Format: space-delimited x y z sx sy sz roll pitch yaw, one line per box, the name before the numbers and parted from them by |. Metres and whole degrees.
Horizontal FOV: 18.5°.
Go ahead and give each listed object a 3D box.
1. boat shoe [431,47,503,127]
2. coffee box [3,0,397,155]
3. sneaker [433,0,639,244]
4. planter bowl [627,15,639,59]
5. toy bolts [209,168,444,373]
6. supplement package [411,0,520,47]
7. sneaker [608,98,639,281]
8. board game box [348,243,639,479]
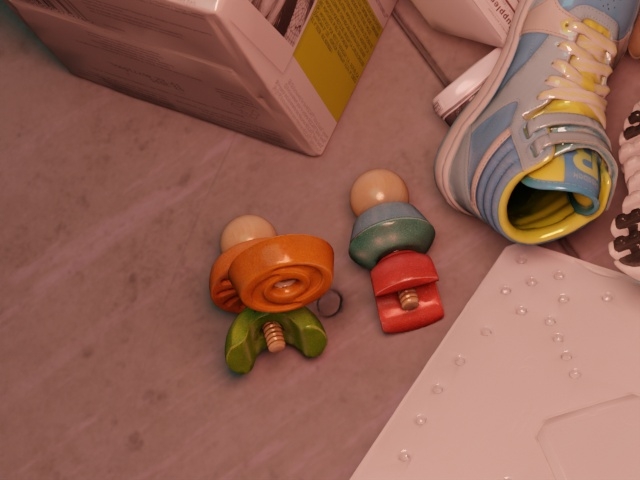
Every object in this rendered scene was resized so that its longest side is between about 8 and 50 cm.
boat shoe | 0.221 -0.178 1.969 0.228 0.080 0.076 -37 85 -3
coffee box | -0.118 -0.337 1.995 0.337 0.338 0.334 20 76 24
sneaker | 0.242 -0.133 1.841 0.319 0.127 0.208 -62 25 13
planter bowl | 0.371 -0.246 1.907 0.109 0.162 0.162 10 71 -7
toy bolts | 0.000 0.000 1.915 0.228 0.218 0.158 -12 59 -5
supplement package | 0.190 -0.331 1.961 0.244 0.139 0.134 -49 35 -12
sneaker | 0.346 -0.050 1.851 0.110 0.118 0.292 -20 37 38
board game box | 0.257 0.201 1.738 0.390 0.050 0.390 20 53 25
